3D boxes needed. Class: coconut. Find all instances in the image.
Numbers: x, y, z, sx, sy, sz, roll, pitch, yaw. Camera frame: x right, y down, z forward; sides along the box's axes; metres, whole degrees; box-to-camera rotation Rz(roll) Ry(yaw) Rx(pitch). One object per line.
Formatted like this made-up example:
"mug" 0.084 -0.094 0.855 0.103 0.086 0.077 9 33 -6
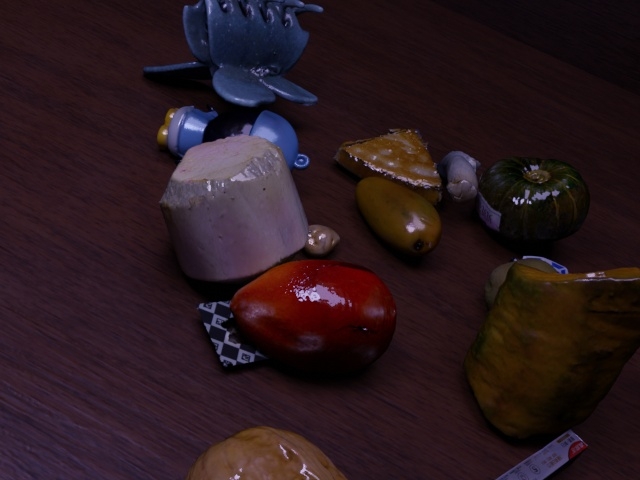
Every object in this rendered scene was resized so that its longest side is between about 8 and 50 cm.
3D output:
"coconut" -0.140 -0.034 1.276 0.239 0.244 0.239 -10 29 6

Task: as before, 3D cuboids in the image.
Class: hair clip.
"hair clip" -0.172 -0.454 1.750 0.318 0.238 0.392 -3 21 -43

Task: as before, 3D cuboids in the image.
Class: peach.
"peach" 0.000 0.114 1.193 0.267 0.154 0.158 17 37 -24

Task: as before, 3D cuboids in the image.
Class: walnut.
"walnut" -0.057 0.318 0.881 0.195 0.195 0.221 -9 44 -37

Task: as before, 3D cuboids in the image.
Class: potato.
"potato" 0.000 0.000 1.462 0.083 0.062 0.068 5 48 -59
"potato" 0.409 0.123 1.453 0.157 0.157 0.194 -7 57 -35

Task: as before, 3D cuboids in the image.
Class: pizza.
"pizza" 0.151 -0.191 1.786 0.251 0.074 0.287 13 34 -14

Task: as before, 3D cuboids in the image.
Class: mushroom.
"mushroom" 0.322 -0.153 1.772 0.099 0.096 0.278 14 15 2

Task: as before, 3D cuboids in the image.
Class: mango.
"mango" 0.160 -0.055 1.574 0.139 0.113 0.253 -9 37 -31

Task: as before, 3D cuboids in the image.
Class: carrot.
"carrot" 0.395 0.146 1.259 0.242 0.340 0.241 23 17 -8

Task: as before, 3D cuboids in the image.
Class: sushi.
"sushi" -0.130 0.151 1.207 0.120 0.026 0.126 -2 46 -38

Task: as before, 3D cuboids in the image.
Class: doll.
"doll" -0.173 -0.195 1.559 0.314 0.141 0.177 15 65 9

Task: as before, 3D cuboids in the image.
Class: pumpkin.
"pumpkin" 0.482 -0.078 1.730 0.260 0.189 0.260 -4 33 3

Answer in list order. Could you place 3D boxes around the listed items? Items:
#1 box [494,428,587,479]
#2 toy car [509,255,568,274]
"box" 0.327 0.353 1.157 0.218 0.055 0.039 -15 50 -40
"toy car" 0.474 0.084 1.589 0.171 0.070 0.080 25 35 3
